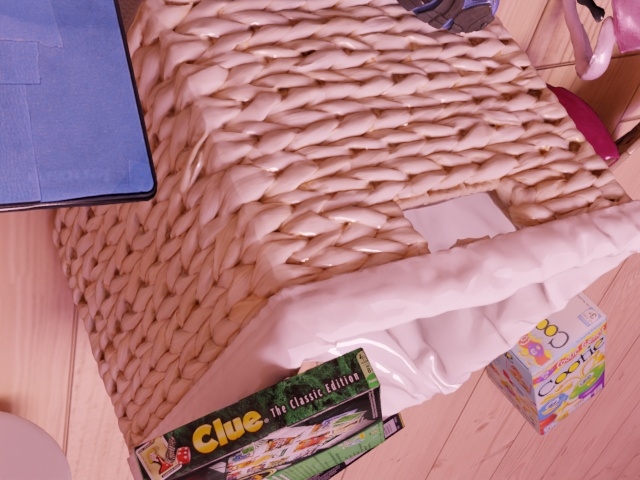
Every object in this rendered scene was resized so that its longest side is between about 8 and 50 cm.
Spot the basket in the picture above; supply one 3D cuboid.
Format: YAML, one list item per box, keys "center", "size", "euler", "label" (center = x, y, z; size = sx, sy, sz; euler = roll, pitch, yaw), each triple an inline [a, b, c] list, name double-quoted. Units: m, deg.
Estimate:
- center: [0.000, 0.000, 0.710]
  size: [0.328, 0.266, 0.331]
  euler: [-13, 156, -34]
  label: "basket"

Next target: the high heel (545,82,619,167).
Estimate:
- center: [0.190, -0.012, 1.015]
  size: [0.127, 0.181, 0.377]
  euler: [-18, 141, -29]
  label: "high heel"

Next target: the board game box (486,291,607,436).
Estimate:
- center: [0.347, 0.170, 1.410]
  size: [0.142, 0.144, 0.275]
  euler: [-36, 147, -6]
  label: "board game box"

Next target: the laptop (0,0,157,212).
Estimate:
- center: [-0.223, -0.232, 0.320]
  size: [0.382, 0.236, 0.407]
  euler: [-7, 135, -39]
  label: "laptop"

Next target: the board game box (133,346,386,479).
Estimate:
- center: [-0.024, 0.135, 0.593]
  size: [0.136, 0.030, 0.259]
  euler: [-26, 161, -5]
  label: "board game box"

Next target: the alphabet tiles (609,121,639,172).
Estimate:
- center: [0.326, -0.076, 1.088]
  size: [0.342, 0.011, 0.285]
  euler: [-42, 175, -5]
  label: "alphabet tiles"

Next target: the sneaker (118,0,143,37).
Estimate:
- center: [-0.075, -0.242, 0.599]
  size: [0.258, 0.094, 0.091]
  euler: [-50, 163, 24]
  label: "sneaker"

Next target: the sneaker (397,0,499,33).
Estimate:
- center: [0.074, -0.252, 0.629]
  size: [0.083, 0.221, 0.087]
  euler: [-17, -170, 47]
  label: "sneaker"

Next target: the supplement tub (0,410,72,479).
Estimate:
- center: [-0.347, 0.316, 0.878]
  size: [0.191, 0.191, 0.272]
  euler: [-10, 137, -36]
  label: "supplement tub"

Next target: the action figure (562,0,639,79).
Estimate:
- center: [0.300, -0.350, 0.772]
  size: [0.276, 0.248, 0.370]
  euler: [-19, 152, 19]
  label: "action figure"

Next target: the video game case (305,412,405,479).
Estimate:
- center: [-0.011, 0.291, 1.309]
  size: [0.275, 0.035, 0.248]
  euler: [-33, 146, -8]
  label: "video game case"

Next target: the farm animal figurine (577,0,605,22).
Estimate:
- center: [0.135, -0.338, 0.509]
  size: [0.330, 0.172, 0.326]
  euler: [-50, 119, -28]
  label: "farm animal figurine"
